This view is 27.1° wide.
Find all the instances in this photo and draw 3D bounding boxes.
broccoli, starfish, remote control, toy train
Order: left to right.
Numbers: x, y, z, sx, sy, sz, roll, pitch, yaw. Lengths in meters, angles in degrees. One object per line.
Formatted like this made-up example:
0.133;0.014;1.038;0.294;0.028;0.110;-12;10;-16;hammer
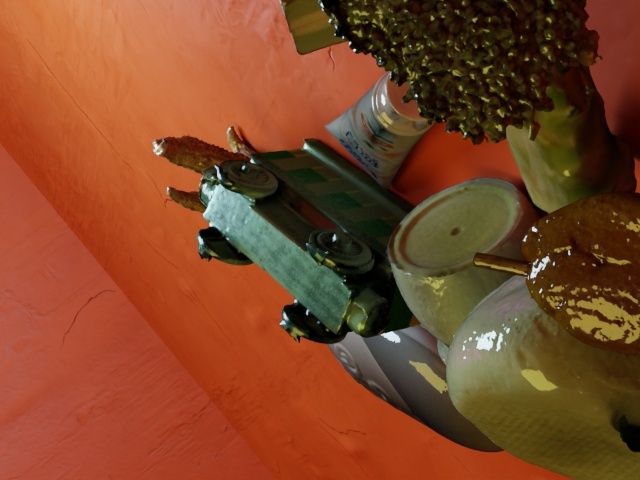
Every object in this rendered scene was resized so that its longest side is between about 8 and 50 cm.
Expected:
-0.067;-0.047;1.645;0.302;0.060;0.299;39;-162;-4;starfish
0.000;0.000;1.456;0.301;0.202;0.120;37;124;37;toy train
0.115;0.157;1.638;0.221;0.103;0.332;48;166;-33;remote control
0.146;-0.122;0.901;0.361;0.221;0.252;50;173;-32;broccoli

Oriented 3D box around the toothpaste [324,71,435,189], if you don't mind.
0.062;-0.113;1.321;0.100;0.066;0.323;45;169;0;toothpaste

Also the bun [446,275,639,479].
0.249;0.101;1.105;0.283;0.179;0.283;21;162;7;bun

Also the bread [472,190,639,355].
0.263;0.031;0.906;0.344;0.084;0.124;9;99;33;bread

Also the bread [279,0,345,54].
0.000;-0.253;1.272;0.139;0.084;0.074;-102;-6;-46;bread

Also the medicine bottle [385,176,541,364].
0.152;0.037;1.247;0.147;0.147;0.143;25;152;54;medicine bottle
